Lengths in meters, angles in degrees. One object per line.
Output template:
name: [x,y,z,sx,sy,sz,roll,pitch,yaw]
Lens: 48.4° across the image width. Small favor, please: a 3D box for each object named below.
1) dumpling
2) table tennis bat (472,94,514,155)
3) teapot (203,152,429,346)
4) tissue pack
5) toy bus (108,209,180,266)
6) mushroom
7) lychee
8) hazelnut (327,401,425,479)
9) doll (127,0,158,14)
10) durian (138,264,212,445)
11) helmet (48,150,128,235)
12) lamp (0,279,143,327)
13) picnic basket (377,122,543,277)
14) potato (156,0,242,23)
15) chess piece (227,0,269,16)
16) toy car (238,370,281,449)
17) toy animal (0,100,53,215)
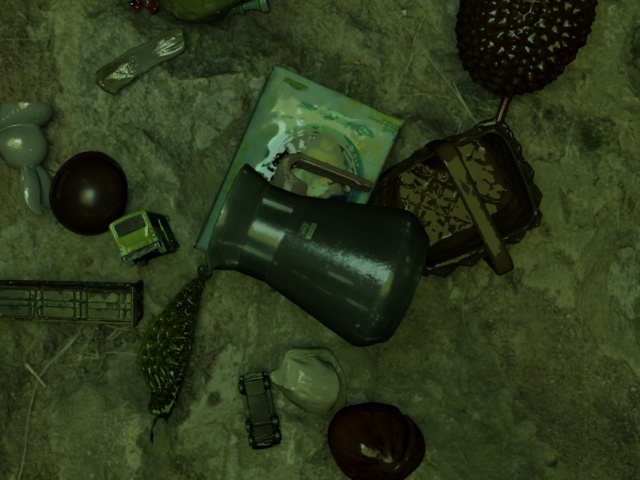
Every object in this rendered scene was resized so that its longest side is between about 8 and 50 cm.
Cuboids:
dumpling: [-0.017,0.287,1.482,0.199,0.118,0.136,32,78,-32]
table tennis bat: [0.366,-0.229,1.492,0.098,0.019,0.154,18,97,-3]
teapot: [0.000,0.000,1.245,0.344,0.253,0.300,22,60,-3]
tissue pack: [-0.046,-0.113,1.414,0.287,0.162,0.388,23,93,-5]
toy bus: [-0.345,-0.007,1.410,0.088,0.175,0.101,-25,89,0]
mushroom: [-0.360,-0.365,1.438,0.202,0.054,0.059,-33,101,-4]
lychee: [0.385,-0.404,1.354,0.268,0.267,0.267,0,96,-2]
hazelnut: [0.110,0.423,1.464,0.204,0.178,0.178,36,93,-19]
doll: [-0.391,-0.534,1.411,0.104,0.062,0.195,-45,102,3]
durian: [-0.313,0.224,1.456,0.107,0.132,0.375,18,89,-16]
helmet: [-0.443,-0.099,1.407,0.155,0.106,0.175,30,72,-26]
lamp: [-0.532,0.125,1.455,0.326,0.090,0.089,1,96,-2]
picnic basket: [0.263,-0.074,1.351,0.291,0.321,0.254,-26,100,5]
potato: [-0.190,-0.546,1.359,0.308,0.173,0.210,-27,75,-1]
chess piece: [-0.152,-0.473,1.438,0.093,0.042,0.042,-13,96,6]
toy car: [-0.128,0.355,1.505,0.071,0.062,0.165,-11,96,-2]
toy animal: [-0.594,-0.160,1.417,0.131,0.104,0.220,0,95,-4]
